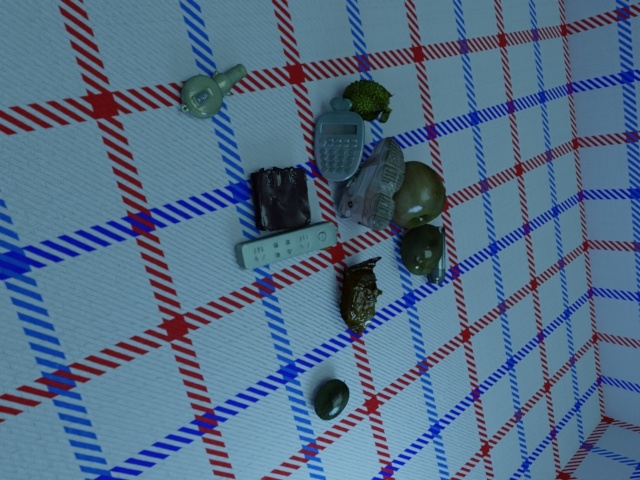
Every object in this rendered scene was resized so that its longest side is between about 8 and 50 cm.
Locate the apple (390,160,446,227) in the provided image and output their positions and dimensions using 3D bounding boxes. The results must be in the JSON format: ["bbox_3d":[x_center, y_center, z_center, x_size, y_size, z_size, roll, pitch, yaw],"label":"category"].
[{"bbox_3d":[0.363,-0.184,1.932,0.256,0.257,0.234,-2,65,-38],"label":"apple"}]

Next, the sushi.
[{"bbox_3d":[0.161,0.212,1.853,0.179,0.167,0.297,5,81,-18],"label":"sushi"}]

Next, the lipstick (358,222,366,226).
[{"bbox_3d":[0.188,-0.062,1.934,0.094,0.019,0.019,16,83,-38],"label":"lipstick"}]

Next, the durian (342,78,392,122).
[{"bbox_3d":[0.166,-0.519,1.774,0.159,0.198,0.146,17,92,-31],"label":"durian"}]

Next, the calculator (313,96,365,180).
[{"bbox_3d":[0.067,-0.360,1.734,0.042,0.183,0.296,-13,108,-75],"label":"calculator"}]

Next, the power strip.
[{"bbox_3d":[-0.098,0.010,1.657,0.385,0.062,0.091,-16,100,-28],"label":"power strip"}]

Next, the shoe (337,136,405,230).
[{"bbox_3d":[0.178,-0.219,1.796,0.172,0.198,0.351,33,70,-55],"label":"shoe"}]

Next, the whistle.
[{"bbox_3d":[-0.322,-0.460,1.480,0.258,0.067,0.126,-46,120,-29],"label":"whistle"}]

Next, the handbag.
[{"bbox_3d":[-0.135,-0.143,1.643,0.203,0.074,0.216,-13,99,-37],"label":"handbag"}]

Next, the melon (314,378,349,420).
[{"bbox_3d":[0.045,0.586,1.804,0.167,0.114,0.114,-49,120,-22],"label":"melon"}]

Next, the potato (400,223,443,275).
[{"bbox_3d":[0.427,0.035,2.044,0.235,0.160,0.178,-53,135,-23],"label":"potato"}]

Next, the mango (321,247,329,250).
[{"bbox_3d":[0.000,0.000,1.773,0.089,0.046,0.060,36,76,-32],"label":"mango"}]

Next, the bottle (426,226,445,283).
[{"bbox_3d":[0.509,0.065,2.157,0.096,0.079,0.254,-4,96,-33],"label":"bottle"}]

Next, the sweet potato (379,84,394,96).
[{"bbox_3d":[0.234,-0.584,1.920,0.194,0.056,0.057,-5,96,-44],"label":"sweet potato"}]
